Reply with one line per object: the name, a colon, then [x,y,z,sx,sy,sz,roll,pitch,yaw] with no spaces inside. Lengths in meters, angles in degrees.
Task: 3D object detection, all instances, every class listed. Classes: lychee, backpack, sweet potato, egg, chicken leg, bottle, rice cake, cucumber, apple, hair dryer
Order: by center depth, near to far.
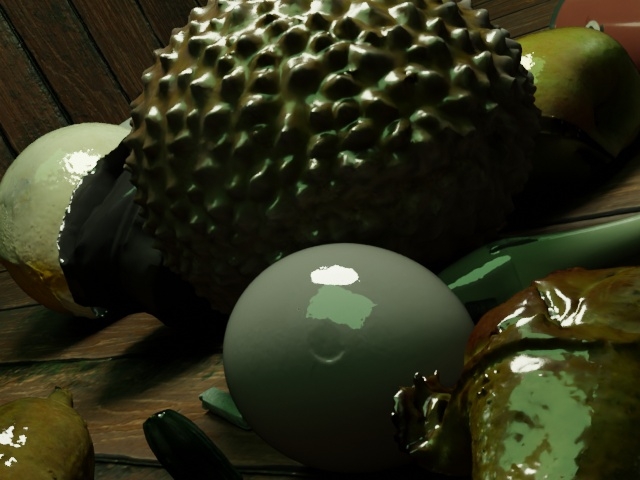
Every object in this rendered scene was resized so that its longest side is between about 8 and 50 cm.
chicken leg: [0.125,0.122,0.684,0.211,0.140,0.361,-3,25,43]
egg: [0.026,0.090,0.900,0.176,0.176,0.232,-39,23,-33]
hair dryer: [0.217,0.040,0.943,0.219,0.088,0.225,-30,27,-19]
cucumber: [-0.115,0.183,1.007,0.048,0.105,0.048,-31,23,15]
sweet potato: [-0.294,0.243,1.070,0.157,0.158,0.369,-21,10,27]
lychee: [0.012,-0.091,1.136,0.380,0.380,0.432,-38,17,-30]
rice cake: [-0.090,0.166,1.167,0.022,0.022,0.121,-30,16,-22]
apple: [0.245,-0.141,1.296,0.207,0.174,0.188,-20,10,-34]
bottle: [0.399,-0.237,1.366,0.144,0.144,0.336,-31,17,-8]
backpack: [-0.138,-0.074,1.484,0.446,0.255,0.363,-51,-21,-13]
egg: [-0.380,-0.049,1.780,0.337,0.337,0.201,-23,-24,21]

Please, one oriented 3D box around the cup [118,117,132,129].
cup: [-0.307,-0.068,2.020,0.289,0.219,0.257,28,52,34]
